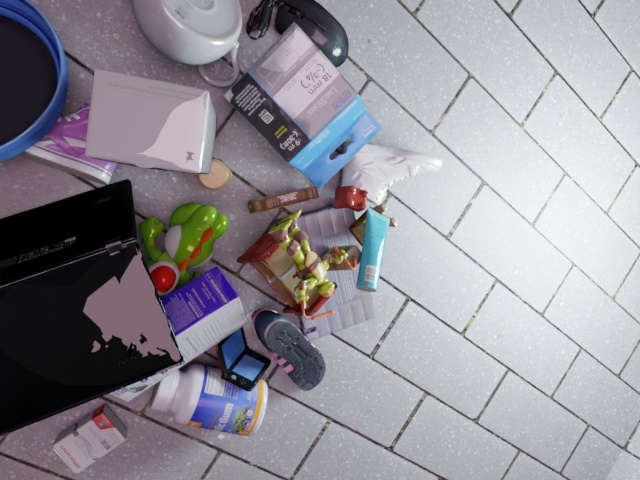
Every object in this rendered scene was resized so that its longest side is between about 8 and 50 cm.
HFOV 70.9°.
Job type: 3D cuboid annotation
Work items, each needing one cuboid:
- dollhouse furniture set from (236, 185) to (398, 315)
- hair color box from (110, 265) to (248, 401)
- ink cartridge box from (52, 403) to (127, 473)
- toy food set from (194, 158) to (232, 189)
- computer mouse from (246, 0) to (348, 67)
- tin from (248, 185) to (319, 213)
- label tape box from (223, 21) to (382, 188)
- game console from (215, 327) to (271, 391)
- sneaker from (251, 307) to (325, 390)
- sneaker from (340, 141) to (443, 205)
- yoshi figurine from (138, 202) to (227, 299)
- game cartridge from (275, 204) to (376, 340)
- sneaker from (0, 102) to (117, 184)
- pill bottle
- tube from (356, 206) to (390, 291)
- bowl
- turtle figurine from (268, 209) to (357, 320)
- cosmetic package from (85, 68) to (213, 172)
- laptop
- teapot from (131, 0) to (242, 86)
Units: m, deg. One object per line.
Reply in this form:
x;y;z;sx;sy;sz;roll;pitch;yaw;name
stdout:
0.000;0.000;1.171;0.374;0.152;0.201;-45;109;-26;dollhouse furniture set
-0.345;0.217;1.041;0.339;0.185;0.110;-33;67;-19;hair color box
-0.576;0.496;1.130;0.135;0.056;0.099;-33;107;-12;ink cartridge box
-0.276;-0.171;1.153;0.083;0.020;0.082;-45;109;-7;toy food set
-0.037;-0.546;1.152;0.272;0.072;0.188;26;88;-21;computer mouse
-0.097;-0.108;1.181;0.190;0.106;0.040;-15;95;-17;tin
-0.032;-0.320;1.122;0.241;0.106;0.334;-43;102;9;label tape box
-0.197;0.301;1.176;0.124;0.144;0.085;24;113;9;game console
-0.086;0.296;1.253;0.112;0.131;0.319;-40;131;-18;sneaker
0.196;-0.177;1.277;0.293;0.108;0.169;5;98;-10;sneaker
-0.369;0.045;1.103;0.362;0.203;0.203;-45;69;7;yoshi figurine
0.023;0.085;1.277;0.230;0.068;0.354;-17;103;-20;game cartridge
-0.591;-0.247;1.003;0.282;0.102;0.160;20;80;-24;sneaker
-0.289;0.407;1.165;0.272;0.152;0.152;20;91;-21;pill bottle
0.133;0.024;1.136;0.080;0.052;0.207;26;68;-37;tube
-0.707;-0.327;0.888;0.392;0.077;0.390;2;78;-10;bowl
-0.022;0.043;1.015;0.217;0.087;0.269;59;39;-11;turtle figurine
-0.325;-0.222;0.934;0.197;0.365;0.155;8;95;-13;cosmetic package
-0.541;0.113;0.956;0.382;0.408;0.236;-20;131;-11;laptop
-0.312;-0.496;1.012;0.253;0.187;0.255;-11;84;-44;teapot
